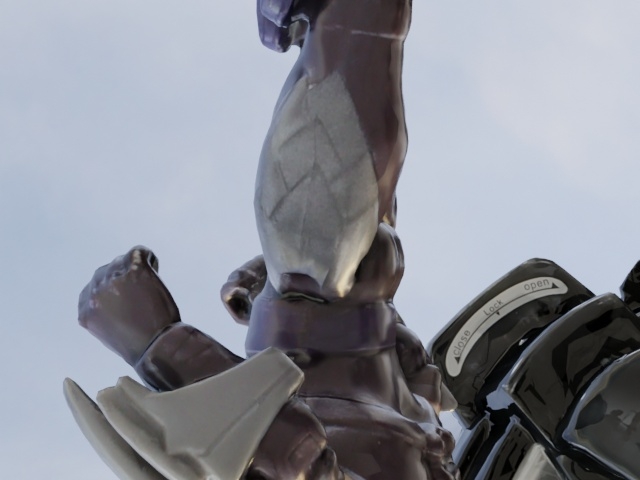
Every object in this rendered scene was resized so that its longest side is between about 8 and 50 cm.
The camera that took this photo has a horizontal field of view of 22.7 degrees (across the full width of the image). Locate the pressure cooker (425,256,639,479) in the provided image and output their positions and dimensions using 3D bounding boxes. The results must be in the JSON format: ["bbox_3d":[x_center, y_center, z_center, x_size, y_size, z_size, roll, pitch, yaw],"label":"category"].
[{"bbox_3d":[0.207,0.204,0.851,0.370,0.420,0.375,8,-103,-6],"label":"pressure cooker"}]

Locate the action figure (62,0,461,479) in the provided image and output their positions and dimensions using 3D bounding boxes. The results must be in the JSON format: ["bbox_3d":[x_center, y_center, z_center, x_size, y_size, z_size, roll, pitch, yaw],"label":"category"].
[{"bbox_3d":[0.000,0.000,0.419,0.099,0.185,0.285,5,-89,4],"label":"action figure"}]
